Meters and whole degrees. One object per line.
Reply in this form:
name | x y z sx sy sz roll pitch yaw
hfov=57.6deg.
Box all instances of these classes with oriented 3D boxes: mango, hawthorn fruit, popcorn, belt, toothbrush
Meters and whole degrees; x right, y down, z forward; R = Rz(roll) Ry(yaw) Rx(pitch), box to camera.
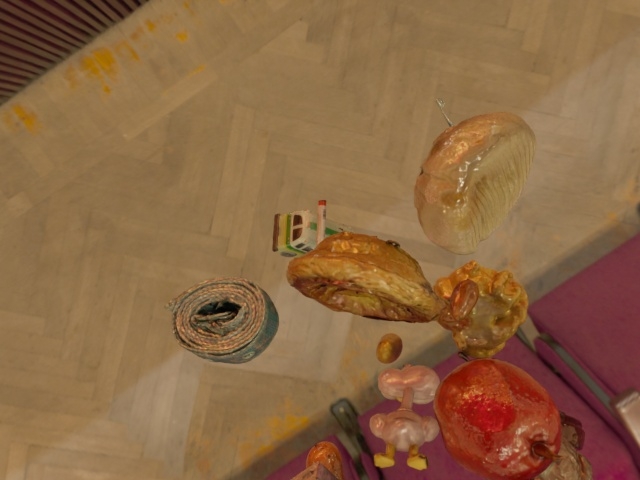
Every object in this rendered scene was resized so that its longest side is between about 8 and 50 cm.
mango | 0.222 0.351 1.898 0.076 0.161 0.103 24 87 20
mango | 0.394 0.161 1.590 0.077 0.063 0.127 42 63 -24
hawthorn fruit | 0.299 0.296 0.930 0.197 0.225 0.196 -6 104 -24
mango | 0.016 0.638 1.600 0.105 0.084 0.159 -17 75 1
popcorn | 0.502 0.205 1.873 0.297 0.281 0.315 26 128 8
belt | -0.156 0.129 0.945 0.163 0.082 0.147 -30 62 5
toothbrush | 0.424 -0.358 1.855 0.019 0.016 0.219 -32 102 -1

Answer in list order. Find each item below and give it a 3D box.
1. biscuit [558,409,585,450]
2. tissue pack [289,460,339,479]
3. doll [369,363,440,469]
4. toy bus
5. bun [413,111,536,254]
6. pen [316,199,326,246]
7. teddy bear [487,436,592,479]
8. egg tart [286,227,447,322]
biscuit | 0.545 0.504 1.680 0.408 0.407 0.091 18 76 -9
tissue pack | 0.009 0.341 0.664 0.112 0.051 0.156 -41 98 14
doll | 0.206 0.397 1.398 0.160 0.365 0.094 -2 108 13
toy bus | -0.008 -0.002 1.879 0.276 0.165 0.133 19 66 -43
bun | 0.364 -0.159 1.447 0.219 0.365 0.365 32 98 32
pen | 0.000 0.000 1.705 0.028 0.028 0.238 4 84 -7
teddy bear | 0.461 0.543 1.261 0.267 0.236 0.151 -59 140 -9
egg tart | 0.085 0.065 1.019 0.290 0.290 0.115 18 76 -9
